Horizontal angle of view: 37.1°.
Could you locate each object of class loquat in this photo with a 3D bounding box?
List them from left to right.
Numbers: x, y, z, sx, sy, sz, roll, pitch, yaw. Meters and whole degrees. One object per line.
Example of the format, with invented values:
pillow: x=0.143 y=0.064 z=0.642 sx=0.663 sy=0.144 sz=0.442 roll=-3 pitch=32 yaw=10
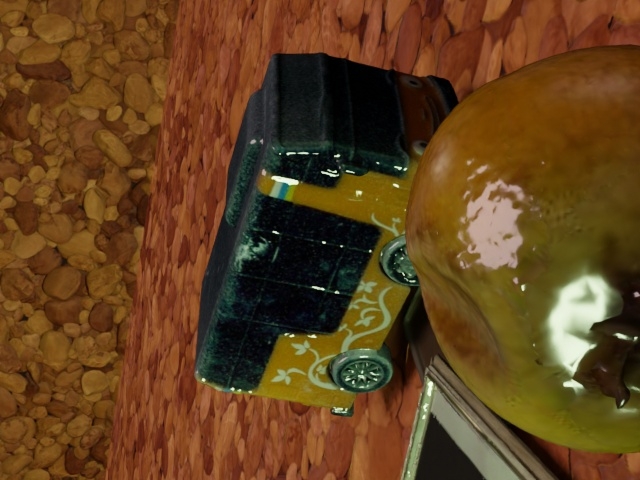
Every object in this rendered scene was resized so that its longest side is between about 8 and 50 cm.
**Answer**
loquat: x=0.141 y=0.006 z=0.493 sx=0.213 sy=0.213 sz=0.213 roll=-174 pitch=90 yaw=-71

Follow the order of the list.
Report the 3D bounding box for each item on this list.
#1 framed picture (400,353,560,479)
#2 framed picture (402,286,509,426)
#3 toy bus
framed picture: x=0.123 y=0.253 z=0.719 sx=0.293 sy=0.018 sz=0.231 roll=-135 pitch=51 yaw=-61
framed picture: x=0.137 y=0.043 z=0.776 sx=0.192 sy=0.018 sz=0.265 roll=-106 pitch=28 yaw=-46
toy bus: x=0.000 y=0.000 z=0.881 sx=0.162 sy=0.194 sz=0.323 roll=-92 pitch=18 yaw=-48
